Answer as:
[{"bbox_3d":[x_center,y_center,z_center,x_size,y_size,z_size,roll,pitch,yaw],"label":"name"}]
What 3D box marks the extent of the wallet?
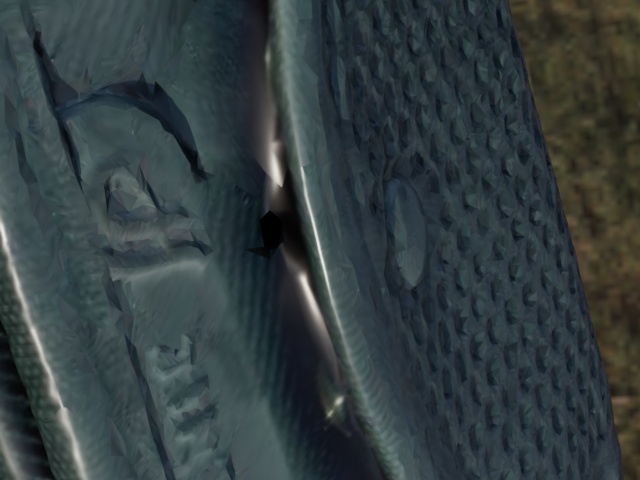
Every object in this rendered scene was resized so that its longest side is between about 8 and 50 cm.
[{"bbox_3d":[0.000,0.000,0.488,0.237,0.075,0.342,-38,118,-48],"label":"wallet"}]
